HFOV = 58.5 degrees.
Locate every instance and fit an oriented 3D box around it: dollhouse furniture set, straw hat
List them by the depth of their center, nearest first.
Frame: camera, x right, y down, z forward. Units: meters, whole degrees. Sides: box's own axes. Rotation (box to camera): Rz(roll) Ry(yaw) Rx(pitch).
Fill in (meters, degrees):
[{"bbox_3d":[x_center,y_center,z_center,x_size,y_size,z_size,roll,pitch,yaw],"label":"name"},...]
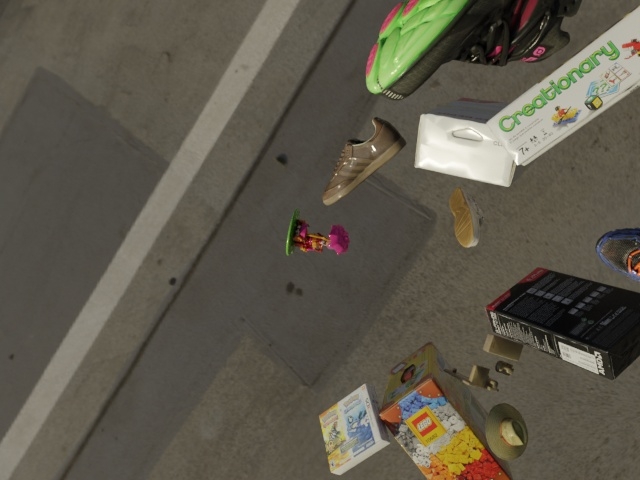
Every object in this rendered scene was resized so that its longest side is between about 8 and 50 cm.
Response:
[{"bbox_3d":[0.500,0.495,1.477,0.061,0.144,0.144,142,130,-63],"label":"straw hat"},{"bbox_3d":[0.469,0.340,1.646,0.123,0.144,0.151,14,85,67],"label":"dollhouse furniture set"}]

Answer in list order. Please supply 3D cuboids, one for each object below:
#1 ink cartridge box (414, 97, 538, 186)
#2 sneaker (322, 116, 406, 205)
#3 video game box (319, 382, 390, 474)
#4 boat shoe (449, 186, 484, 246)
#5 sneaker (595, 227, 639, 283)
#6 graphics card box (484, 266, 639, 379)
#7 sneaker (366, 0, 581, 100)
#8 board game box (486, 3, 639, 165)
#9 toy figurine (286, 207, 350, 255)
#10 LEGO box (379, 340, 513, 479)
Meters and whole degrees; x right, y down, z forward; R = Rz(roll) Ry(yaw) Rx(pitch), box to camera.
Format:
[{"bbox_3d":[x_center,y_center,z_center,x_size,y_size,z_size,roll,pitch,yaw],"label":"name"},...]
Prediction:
[{"bbox_3d":[0.474,-0.299,1.657,0.279,0.385,0.160,16,116,27],"label":"ink cartridge box"},{"bbox_3d":[0.061,-0.136,0.983,0.188,0.066,0.071,-38,92,31],"label":"sneaker"},{"bbox_3d":[0.096,0.551,1.675,0.205,0.048,0.187,-41,37,22],"label":"video game box"},{"bbox_3d":[0.512,-0.076,1.934,0.277,0.096,0.098,-87,21,-47],"label":"boat shoe"},{"bbox_3d":[0.515,0.048,0.832,0.221,0.087,0.083,27,112,21],"label":"sneaker"},{"bbox_3d":[0.640,0.194,1.455,0.233,0.094,0.371,-31,22,-22],"label":"graphics card box"},{"bbox_3d":[0.279,-0.344,0.863,0.483,0.202,0.185,-36,19,-12],"label":"sneaker"},{"bbox_3d":[0.280,-0.160,0.569,0.193,0.305,0.053,-38,84,25],"label":"board game box"},{"bbox_3d":[0.000,0.000,1.547,0.159,0.173,0.130,12,69,4],"label":"toy figurine"},{"bbox_3d":[0.390,0.567,1.809,0.193,0.500,0.372,-39,85,10],"label":"LEGO box"}]
